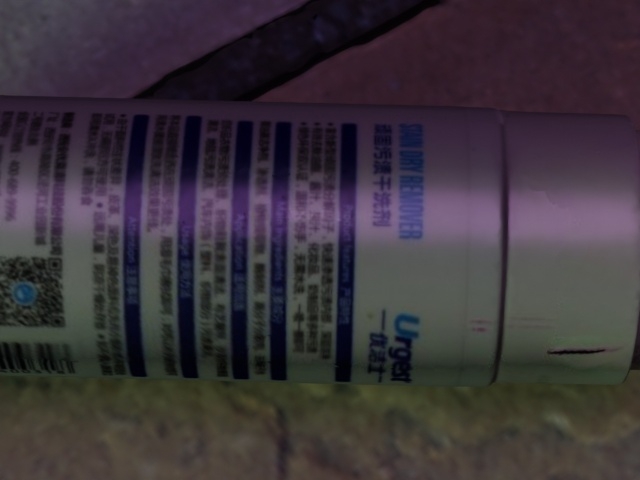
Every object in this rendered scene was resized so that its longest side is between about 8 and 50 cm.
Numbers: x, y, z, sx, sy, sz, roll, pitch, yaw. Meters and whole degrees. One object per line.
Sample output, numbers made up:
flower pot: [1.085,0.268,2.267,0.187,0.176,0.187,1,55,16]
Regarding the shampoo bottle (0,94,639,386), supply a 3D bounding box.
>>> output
shampoo bottle: [0.000,0.000,0.623,0.303,0.092,0.092,0,67,0]
